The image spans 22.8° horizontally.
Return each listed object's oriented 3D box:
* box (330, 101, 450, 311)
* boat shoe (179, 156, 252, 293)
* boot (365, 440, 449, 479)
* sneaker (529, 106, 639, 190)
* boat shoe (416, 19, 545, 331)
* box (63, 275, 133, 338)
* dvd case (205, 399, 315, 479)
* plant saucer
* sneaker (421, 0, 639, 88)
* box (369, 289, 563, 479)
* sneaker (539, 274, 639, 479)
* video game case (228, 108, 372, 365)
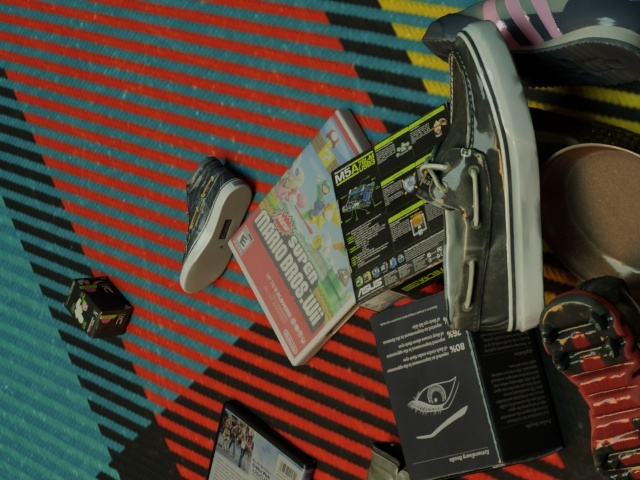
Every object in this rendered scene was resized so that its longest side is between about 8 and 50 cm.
[{"bbox_3d":[0.104,-0.037,1.836,0.190,0.045,0.184,-31,55,35],"label":"box"},{"bbox_3d":[-0.156,-0.022,2.157,0.083,0.065,0.183,45,120,37],"label":"boat shoe"},{"bbox_3d":[0.120,0.359,1.897,0.246,0.083,0.161,38,115,36],"label":"boot"},{"bbox_3d":[0.277,-0.079,1.692,0.192,0.064,0.086,21,129,35],"label":"sneaker"},{"bbox_3d":[0.159,-0.056,1.646,0.121,0.119,0.335,-122,22,-76],"label":"boat shoe"},{"bbox_3d":[-0.328,0.099,2.351,0.083,0.062,0.052,46,124,34],"label":"box"},{"bbox_3d":[-0.097,0.368,2.168,0.180,0.022,0.253,33,118,41],"label":"dvd case"},{"bbox_3d":[0.312,-0.023,1.625,0.198,0.036,0.198,25,138,25],"label":"plant saucer"},{"bbox_3d":[0.243,-0.239,1.692,0.319,0.112,0.131,8,74,50],"label":"sneaker"},{"bbox_3d":[0.163,0.160,1.800,0.153,0.108,0.207,-20,80,47],"label":"box"},{"bbox_3d":[0.321,0.155,1.643,0.097,0.135,0.276,-15,107,35],"label":"sneaker"},{"bbox_3d":[0.000,0.000,2.016,0.285,0.025,0.204,-48,61,38],"label":"video game case"}]
